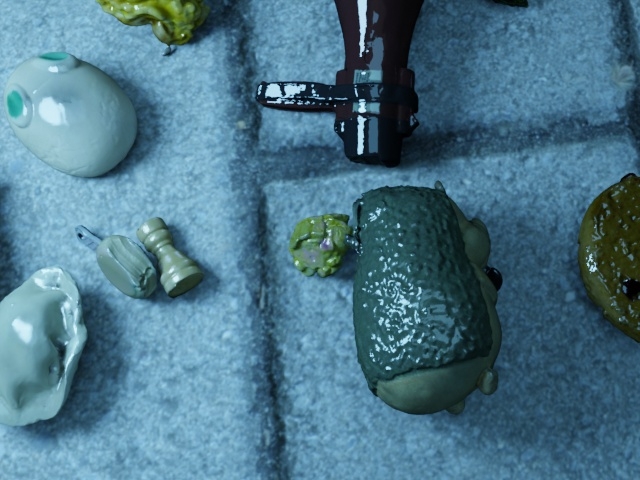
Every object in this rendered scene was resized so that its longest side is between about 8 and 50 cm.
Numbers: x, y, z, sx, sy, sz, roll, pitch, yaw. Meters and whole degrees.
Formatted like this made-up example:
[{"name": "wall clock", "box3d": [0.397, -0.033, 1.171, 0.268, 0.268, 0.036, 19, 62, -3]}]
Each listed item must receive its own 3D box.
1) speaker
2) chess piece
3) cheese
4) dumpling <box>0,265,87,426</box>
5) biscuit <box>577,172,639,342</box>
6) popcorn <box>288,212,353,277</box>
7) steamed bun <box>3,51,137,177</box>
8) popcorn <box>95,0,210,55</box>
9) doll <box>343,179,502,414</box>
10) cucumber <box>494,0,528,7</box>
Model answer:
[{"name": "speaker", "box3d": [0.045, -0.298, 1.424, 0.259, 0.198, 0.330, 11, 85, -10]}, {"name": "chess piece", "box3d": [-0.245, 0.024, 1.403, 0.066, 0.066, 0.122, -35, 74, -8]}, {"name": "cheese", "box3d": [-0.325, 0.024, 1.386, 0.171, 0.092, 0.047, 44, 53, 11]}, {"name": "dumpling", "box3d": [-0.431, 0.160, 1.333, 0.162, 0.132, 0.250, 19, 77, 9]}, {"name": "biscuit", "box3d": [0.540, 0.033, 1.387, 0.295, 0.075, 0.296, 1, 76, -5]}, {"name": "popcorn", "box3d": [0.001, 0.000, 1.391, 0.097, 0.109, 0.089, 32, 36, -23]}, {"name": "steamed bun", "box3d": [-0.410, -0.211, 1.425, 0.228, 0.131, 0.177, 40, 81, 7]}, {"name": "popcorn", "box3d": [-0.270, -0.423, 1.459, 0.194, 0.140, 0.163, 29, 68, -27]}, {"name": "doll", "box3d": [0.158, 0.077, 1.311, 0.247, 0.247, 0.350, -11, 66, -2]}, {"name": "cucumber", "box3d": [0.241, -0.496, 1.520, 0.300, 0.072, 0.072, 38, 79, 9]}]
